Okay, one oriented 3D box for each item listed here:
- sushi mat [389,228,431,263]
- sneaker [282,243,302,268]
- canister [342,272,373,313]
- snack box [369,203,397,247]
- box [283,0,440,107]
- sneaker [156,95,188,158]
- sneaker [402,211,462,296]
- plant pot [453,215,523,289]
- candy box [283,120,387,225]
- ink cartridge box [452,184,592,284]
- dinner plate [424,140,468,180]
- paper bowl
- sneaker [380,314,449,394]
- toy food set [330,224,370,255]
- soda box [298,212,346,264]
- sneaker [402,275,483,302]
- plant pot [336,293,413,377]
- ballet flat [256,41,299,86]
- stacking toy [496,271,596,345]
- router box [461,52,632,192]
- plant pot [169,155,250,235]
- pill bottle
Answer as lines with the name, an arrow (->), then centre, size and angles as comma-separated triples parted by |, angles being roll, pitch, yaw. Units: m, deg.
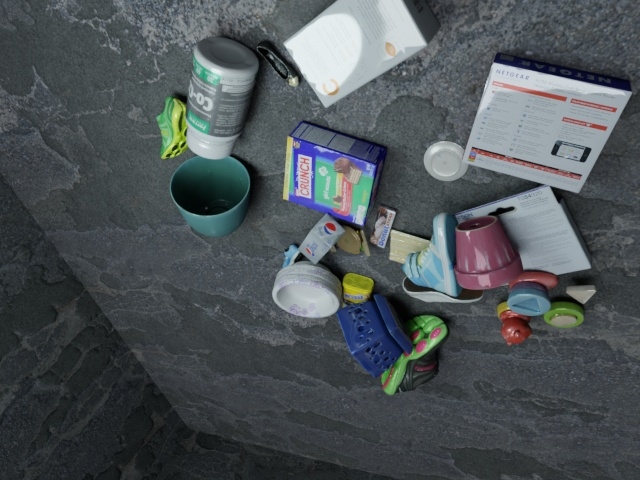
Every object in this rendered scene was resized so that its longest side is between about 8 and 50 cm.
sushi mat -> 0.394, 0.061, 1.712 | 0.316, 0.019, 0.151 | 19, 133, 30
sneaker -> -0.127, 0.068, 2.028 | 0.073, 0.063, 0.162 | 51, 138, 14
canister -> 0.154, 0.230, 1.988 | 0.126, 0.073, 0.170 | 15, 134, 16
snack box -> 0.228, -0.051, 1.747 | 0.064, 0.022, 0.178 | 21, 134, 11
box -> 0.110, -0.556, 1.288 | 0.345, 0.168, 0.215 | -20, 115, 38
sneaker -> -0.564, -0.431, 1.823 | 0.123, 0.109, 0.295 | 51, 139, 14
sneaker -> 0.364, 0.045, 1.611 | 0.208, 0.127, 0.319 | 8, 125, 36
plant pot -> 0.503, 0.029, 1.468 | 0.201, 0.201, 0.180 | -9, 107, 34
candy box -> 0.040, -0.227, 1.633 | 0.317, 0.122, 0.268 | 21, 135, 14
ink cartridge box -> 0.638, -0.014, 1.523 | 0.324, 0.071, 0.330 | -18, 115, 40
dinner plate -> 0.395, -0.246, 1.499 | 0.141, 0.017, 0.141 | 15, 131, 18
paper bowl -> -0.050, 0.195, 1.989 | 0.284, 0.148, 0.284 | 6, 141, 5
sneaker -> 0.419, 0.484, 2.020 | 0.202, 0.185, 0.483 | 8, 133, -18
toy food set -> 0.111, -0.005, 1.846 | 0.192, 0.038, 0.132 | 6, 124, 39
soda box -> 0.000, 0.000, 1.783 | 0.098, 0.091, 0.286 | 42, 161, 2
sneaker -> 0.460, 0.182, 1.786 | 0.290, 0.106, 0.123 | 7, 161, 16
plant pot -> 0.227, 0.371, 1.913 | 0.212, 0.236, 0.236 | -32, 130, 10
ballet flat -> -0.137, -0.554, 1.506 | 0.173, 0.049, 0.057 | 44, 135, -11
stacking toy -> 0.750, 0.250, 1.591 | 0.279, 0.130, 0.309 | 7, 143, 16
router box -> 0.593, -0.313, 1.287 | 0.335, 0.082, 0.301 | 19, 133, 14
plant pot -> -0.410, -0.151, 1.842 | 0.293, 0.293, 0.235 | 23, 151, 10
pill bottle -> -0.340, -0.462, 1.584 | 0.204, 0.204, 0.361 | 29, 135, 4
